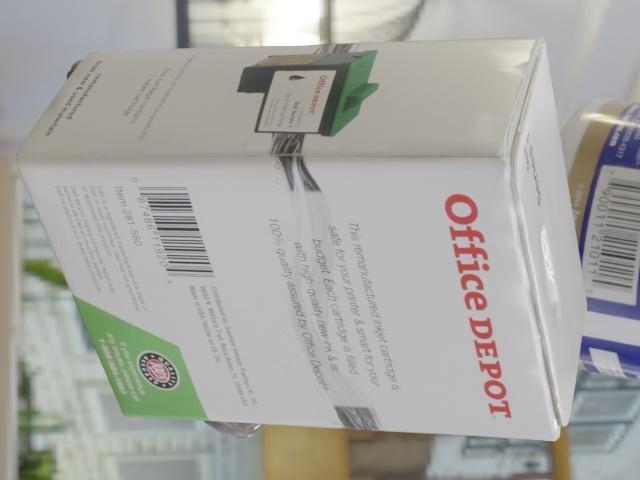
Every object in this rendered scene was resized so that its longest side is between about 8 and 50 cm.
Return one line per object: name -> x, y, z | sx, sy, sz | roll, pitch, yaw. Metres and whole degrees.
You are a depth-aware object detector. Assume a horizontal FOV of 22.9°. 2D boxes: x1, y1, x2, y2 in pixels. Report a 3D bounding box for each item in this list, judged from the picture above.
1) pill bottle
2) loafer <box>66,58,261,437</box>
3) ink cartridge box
pill bottle -> 0.254, 0.015, 0.833 | 0.153, 0.264, 0.153 | -36, 132, -56
loafer -> -0.091, 0.007, 1.306 | 0.134, 0.130, 0.366 | -107, 177, -60
ink cartridge box -> 0.000, 0.000, 0.703 | 0.093, 0.219, 0.160 | -67, 150, -46
